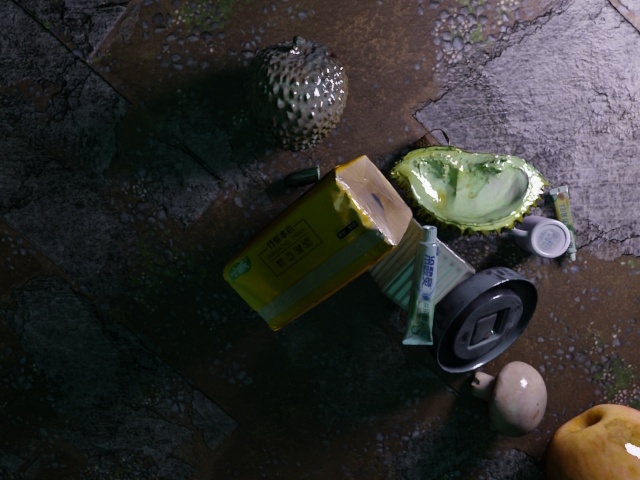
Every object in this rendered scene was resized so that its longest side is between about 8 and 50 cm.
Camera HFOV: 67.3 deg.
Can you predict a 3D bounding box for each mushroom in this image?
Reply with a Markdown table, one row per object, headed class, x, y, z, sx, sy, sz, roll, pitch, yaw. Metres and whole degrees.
| class | x | y | z | sx | sy | sz | roll | pitch | yaw |
| --- | --- | --- | --- | --- | --- | --- | --- | --- | --- |
| mushroom | 0.513 | 0.428 | 1.329 | 0.204 | 0.204 | 0.204 | 1 | 102 | 4 |

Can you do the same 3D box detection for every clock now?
| class | x | y | z | sx | sy | sz | roll | pitch | yaw |
| --- | --- | --- | --- | --- | --- | --- | --- | --- | --- |
| clock | 0.416 | 0.210 | 1.247 | 0.318 | 0.066 | 0.319 | -16 | 130 | -20 |

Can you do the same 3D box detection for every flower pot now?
| class | x | y | z | sx | sy | sz | roll | pitch | yaw |
| --- | --- | --- | --- | --- | --- | --- | --- | --- | --- |
| flower pot | 0.256 | 0.072 | 1.245 | 0.190 | 0.239 | 0.209 | -48 | 66 | 12 |

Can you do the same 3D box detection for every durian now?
| class | x | y | z | sx | sy | sz | roll | pitch | yaw |
| --- | --- | --- | --- | --- | --- | --- | --- | --- | --- |
| durian | 0.361 | -0.123 | 1.200 | 0.394 | 0.163 | 0.198 | 15 | 124 | 3 |

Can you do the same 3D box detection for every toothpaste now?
| class | x | y | z | sx | sy | sz | roll | pitch | yaw |
| --- | --- | --- | --- | --- | --- | --- | --- | --- | --- |
| toothpaste | 0.241 | 0.112 | 1.128 | 0.074 | 0.048 | 0.297 | 2 | 107 | 1 |
| toothpaste | 0.653 | -0.043 | 1.283 | 0.049 | 0.031 | 0.204 | -14 | 97 | 7 |

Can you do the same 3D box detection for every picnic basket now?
| class | x | y | z | sx | sy | sz | roll | pitch | yaw |
| --- | --- | --- | --- | --- | --- | --- | --- | --- | --- |
| picnic basket | 0.293 | -0.249 | 1.247 | 0.083 | 0.072 | 0.072 | -33 | 97 | 19 |

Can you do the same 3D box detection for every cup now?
| class | x | y | z | sx | sy | sz | roll | pitch | yaw |
| --- | --- | --- | --- | --- | --- | --- | --- | --- | --- |
| cup | 0.553 | -0.006 | 1.246 | 0.136 | 0.133 | 0.099 | -17 | 96 | 7 |

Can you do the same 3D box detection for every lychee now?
| class | x | y | z | sx | sy | sz | roll | pitch | yaw |
| --- | --- | --- | --- | --- | --- | --- | --- | --- | --- |
| lychee | -0.059 | -0.357 | 1.177 | 0.255 | 0.255 | 0.274 | 1 | 133 | 4 |

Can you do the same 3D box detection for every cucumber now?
| class | x | y | z | sx | sy | sz | roll | pitch | yaw |
| --- | --- | --- | --- | --- | --- | --- | --- | --- | --- |
| cucumber | -0.050 | -0.171 | 1.303 | 0.105 | 0.048 | 0.048 | -13 | 100 | 12 |

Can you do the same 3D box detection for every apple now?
| class | x | y | z | sx | sy | sz | roll | pitch | yaw |
| --- | --- | --- | --- | --- | --- | --- | --- | --- | --- |
| apple | 0.771 | 0.616 | 1.250 | 0.363 | 0.364 | 0.364 | 1 | 102 | 4 |

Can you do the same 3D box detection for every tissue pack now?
| class | x | y | z | sx | sy | sz | roll | pitch | yaw |
| --- | --- | --- | --- | --- | --- | --- | --- | --- | --- |
| tissue pack | 0.000 | 0.000 | 1.162 | 0.382 | 0.293 | 0.228 | -37 | 93 | 26 |
